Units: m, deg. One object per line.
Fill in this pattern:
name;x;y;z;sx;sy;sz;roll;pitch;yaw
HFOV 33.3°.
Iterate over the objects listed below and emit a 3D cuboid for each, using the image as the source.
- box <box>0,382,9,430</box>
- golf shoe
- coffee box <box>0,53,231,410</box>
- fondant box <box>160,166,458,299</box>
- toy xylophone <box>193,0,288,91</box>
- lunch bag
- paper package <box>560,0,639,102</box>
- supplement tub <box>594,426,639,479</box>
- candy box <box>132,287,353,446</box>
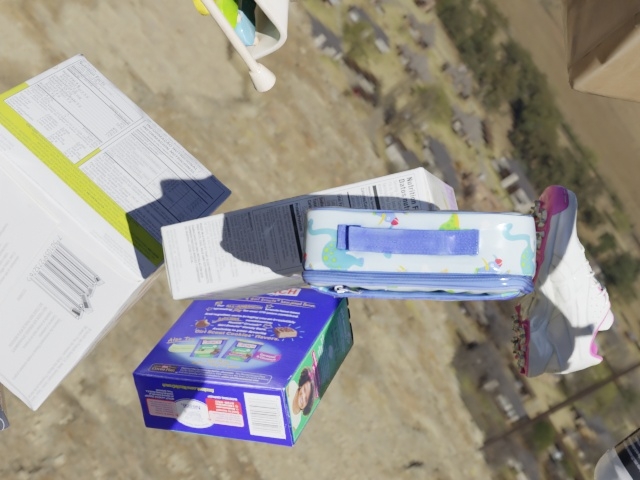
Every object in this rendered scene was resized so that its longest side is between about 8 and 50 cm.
box;-0.641;0.254;1.701;0.163;0.247;0.142;-127;-162;-57
golf shoe;0.358;0.061;1.549;0.115;0.140;0.306;-85;176;-61
coffee box;-0.408;-0.022;1.660;0.338;0.337;0.334;42;31;-4
fondant box;0.000;0.000;1.347;0.238;0.330;0.096;11;69;-74
toy xylophone;-0.121;-0.318;1.247;0.322;0.081;0.236;52;36;-49
lunch bag;0.095;0.013;1.023;0.176;0.219;0.090;23;68;-78
paper package;0.444;-0.251;1.056;0.325;0.309;0.168;6;73;-16
supplement tub;0.395;0.243;1.046;0.191;0.272;0.191;47;11;-12
candy box;-0.120;0.195;1.802;0.317;0.268;0.122;-54;143;-56
